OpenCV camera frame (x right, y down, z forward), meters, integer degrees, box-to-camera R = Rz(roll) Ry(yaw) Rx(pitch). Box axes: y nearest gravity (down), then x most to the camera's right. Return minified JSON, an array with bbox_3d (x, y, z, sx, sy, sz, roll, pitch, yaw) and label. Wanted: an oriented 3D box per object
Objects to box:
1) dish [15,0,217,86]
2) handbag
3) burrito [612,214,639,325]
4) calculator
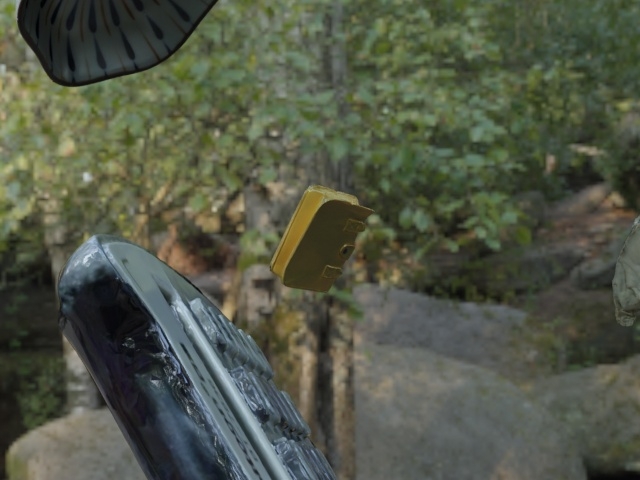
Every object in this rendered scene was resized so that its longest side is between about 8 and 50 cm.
[{"bbox_3d":[-0.156,-0.207,0.833,0.190,0.066,0.191,-32,-24,-17],"label":"dish"},{"bbox_3d":[0.000,0.000,0.892,0.061,0.083,0.027,11,21,-43],"label":"handbag"},{"bbox_3d":[0.294,-0.005,0.935,0.063,0.230,0.058,33,47,27],"label":"burrito"},{"bbox_3d":[-0.026,0.086,0.462,0.040,0.177,0.268,-34,-16,4],"label":"calculator"}]
